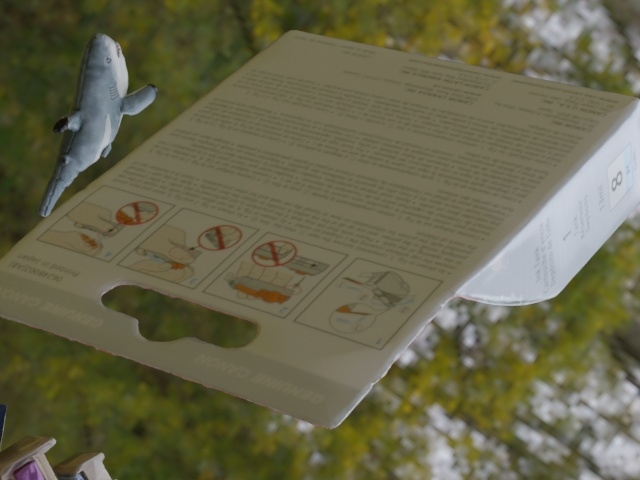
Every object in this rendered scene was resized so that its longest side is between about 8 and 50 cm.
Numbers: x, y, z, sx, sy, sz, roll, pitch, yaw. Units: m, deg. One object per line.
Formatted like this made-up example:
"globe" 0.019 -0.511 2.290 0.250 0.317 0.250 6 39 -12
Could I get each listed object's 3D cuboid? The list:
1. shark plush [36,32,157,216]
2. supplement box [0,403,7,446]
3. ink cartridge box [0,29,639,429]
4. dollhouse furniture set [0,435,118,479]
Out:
"shark plush" -0.215 -0.101 1.652 0.161 0.073 0.067 -55 159 4
"supplement box" -0.353 0.199 1.857 0.056 0.083 0.083 124 -27 -68
"ink cartridge box" 0.000 0.000 1.298 0.308 0.091 0.385 16 -138 32
"dollhouse furniture set" -0.196 0.349 1.720 0.303 0.286 0.198 -5 -154 49
